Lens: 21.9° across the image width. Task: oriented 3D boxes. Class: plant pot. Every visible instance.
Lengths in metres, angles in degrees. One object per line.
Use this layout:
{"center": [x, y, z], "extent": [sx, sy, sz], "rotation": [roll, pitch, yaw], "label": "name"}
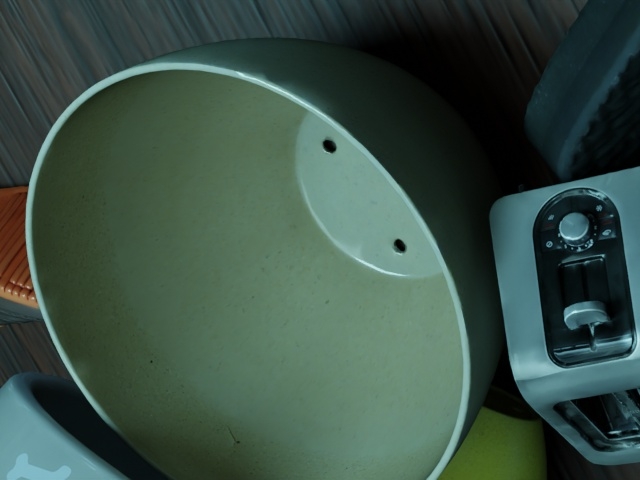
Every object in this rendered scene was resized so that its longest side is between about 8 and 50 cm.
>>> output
{"center": [0.000, 0.000, 0.964], "extent": [0.284, 0.191, 0.284], "rotation": [16, 122, 27], "label": "plant pot"}
{"center": [0.089, 0.140, 1.037], "extent": [0.134, 0.134, 0.095], "rotation": [26, 101, 19], "label": "plant pot"}

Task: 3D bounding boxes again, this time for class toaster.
{"center": [0.193, 0.037, 0.859], "extent": [0.168, 0.110, 0.186], "rotation": [-12, 153, 21], "label": "toaster"}

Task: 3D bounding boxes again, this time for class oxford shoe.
{"center": [-0.221, 0.019, 1.200], "extent": [0.271, 0.097, 0.098], "rotation": [18, 143, 29], "label": "oxford shoe"}

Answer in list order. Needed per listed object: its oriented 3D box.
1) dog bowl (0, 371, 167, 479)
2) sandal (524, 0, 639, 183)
{"center": [-0.090, 0.203, 1.065], "extent": [0.349, 0.349, 0.102], "rotation": [31, 89, 15], "label": "dog bowl"}
{"center": [0.207, -0.203, 0.750], "extent": [0.107, 0.167, 0.446], "rotation": [59, 138, 29], "label": "sandal"}
